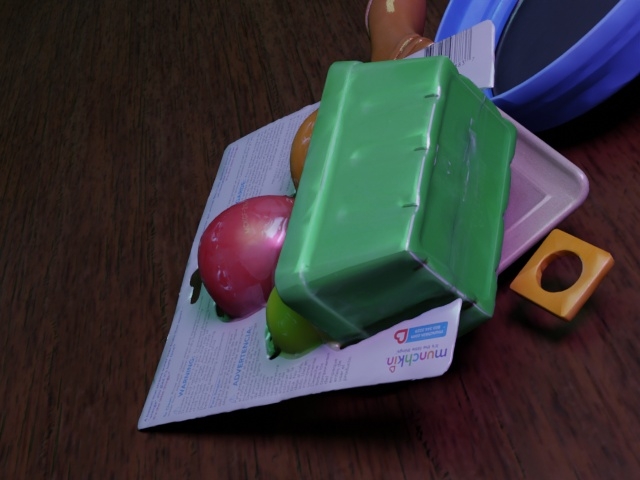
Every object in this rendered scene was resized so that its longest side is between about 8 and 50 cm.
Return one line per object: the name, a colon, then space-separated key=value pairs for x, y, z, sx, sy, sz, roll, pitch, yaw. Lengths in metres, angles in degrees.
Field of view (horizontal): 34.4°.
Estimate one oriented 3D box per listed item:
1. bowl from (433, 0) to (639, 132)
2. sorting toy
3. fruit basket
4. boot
bowl: x=0.267 y=-0.277 z=1.042 sx=0.391 sy=0.077 sz=0.391 roll=-45 pitch=24 yaw=27
sorting toy: x=0.124 y=-0.019 z=0.926 sx=0.196 sy=0.047 sz=0.348 roll=-43 pitch=41 yaw=3
fruit basket: x=0.000 y=0.000 z=0.894 sx=0.353 sy=0.165 sz=0.327 roll=-25 pitch=43 yaw=45
boot: x=0.096 y=-0.209 z=1.112 sx=0.072 sy=0.197 sz=0.152 roll=8 pitch=4 yaw=-14
